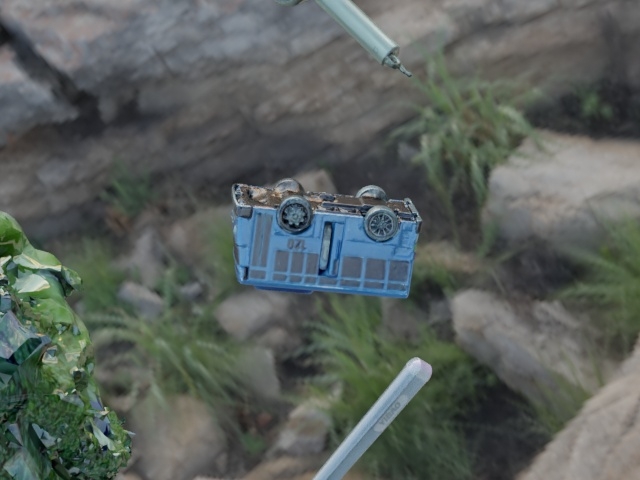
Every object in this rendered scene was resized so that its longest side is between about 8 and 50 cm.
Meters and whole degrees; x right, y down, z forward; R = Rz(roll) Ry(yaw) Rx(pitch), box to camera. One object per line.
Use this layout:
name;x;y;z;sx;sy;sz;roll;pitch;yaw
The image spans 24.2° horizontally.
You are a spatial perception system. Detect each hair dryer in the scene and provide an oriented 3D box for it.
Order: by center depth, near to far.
hair dryer;0.022;-0.156;1.021;0.124;0.038;0.063;45;39;13

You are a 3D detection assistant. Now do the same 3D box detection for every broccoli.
broccoli;-0.229;0.099;0.894;0.265;0.295;0.245;0;29;17

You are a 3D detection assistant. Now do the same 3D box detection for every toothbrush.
toothbrush;-0.007;0.245;1.436;0.342;0.025;0.030;-52;27;10

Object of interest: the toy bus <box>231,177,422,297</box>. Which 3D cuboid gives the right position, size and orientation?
toy bus;0.000;0.000;1.485;0.184;0.106;0.090;5;18;-7
